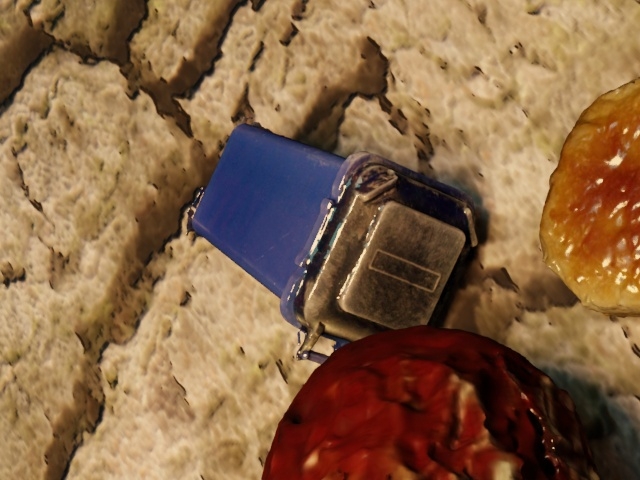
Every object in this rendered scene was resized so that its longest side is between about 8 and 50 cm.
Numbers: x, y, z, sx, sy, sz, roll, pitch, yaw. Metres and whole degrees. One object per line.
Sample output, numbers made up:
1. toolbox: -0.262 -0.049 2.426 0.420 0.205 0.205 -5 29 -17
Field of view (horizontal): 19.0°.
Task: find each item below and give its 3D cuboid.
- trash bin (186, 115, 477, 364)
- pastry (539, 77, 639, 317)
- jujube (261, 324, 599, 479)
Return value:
1. trash bin: 0.000 0.000 1.668 0.234 0.162 0.184 29 95 49
2. pastry: 0.261 -0.031 1.482 0.182 0.093 0.192 5 77 40
3. jujube: 0.081 0.202 1.390 0.258 0.258 0.376 -53 4 14
